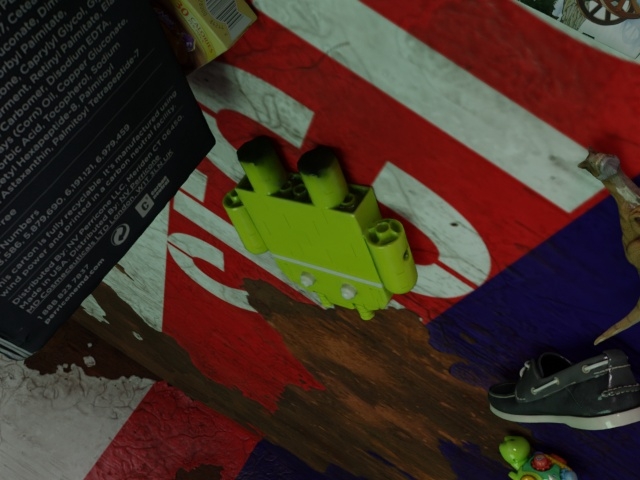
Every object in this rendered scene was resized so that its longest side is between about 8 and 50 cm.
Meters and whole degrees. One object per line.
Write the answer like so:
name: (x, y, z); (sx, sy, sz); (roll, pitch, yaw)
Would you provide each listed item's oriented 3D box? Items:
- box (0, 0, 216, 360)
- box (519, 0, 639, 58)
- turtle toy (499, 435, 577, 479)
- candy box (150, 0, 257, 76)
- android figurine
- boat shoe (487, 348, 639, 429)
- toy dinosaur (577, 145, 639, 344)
box: (-0.399, -0.205, 0.473); (0.480, 0.297, 0.472); (31, 163, 19)
box: (0.135, -0.208, 0.269); (0.159, 0.044, 0.233); (30, 152, 8)
turtle toy: (0.321, 0.338, 0.914); (0.130, 0.066, 0.095); (26, 175, 19)
candy box: (-0.153, -0.234, 0.531); (0.109, 0.053, 0.187); (-6, 134, 52)
android figurine: (0.000, 0.000, 0.739); (0.248, 0.056, 0.273); (15, 145, 31)
boat shoe: (0.267, 0.165, 0.713); (0.233, 0.084, 0.079); (142, 112, -68)
toy dinosaur: (0.261, 0.011, 0.486); (0.112, 0.064, 0.211); (26, 148, 55)
